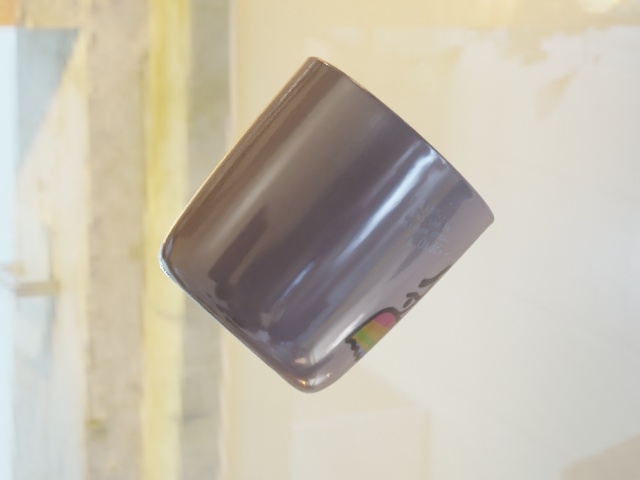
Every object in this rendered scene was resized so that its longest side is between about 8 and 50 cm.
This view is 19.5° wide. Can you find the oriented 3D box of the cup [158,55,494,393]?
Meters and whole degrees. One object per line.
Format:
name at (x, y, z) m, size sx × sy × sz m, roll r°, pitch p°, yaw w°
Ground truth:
cup at (0.000, 0.000, 1.457) m, size 0.191 × 0.200 × 0.253 m, roll 41°, pitch -2°, yaw 10°
